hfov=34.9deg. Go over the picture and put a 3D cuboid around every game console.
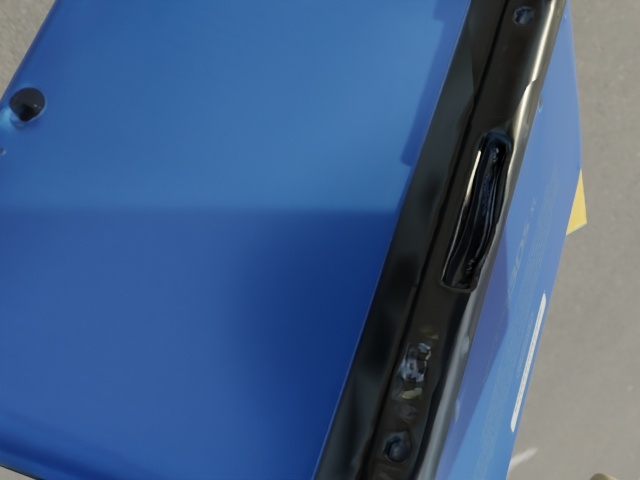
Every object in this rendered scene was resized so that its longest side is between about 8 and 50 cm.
[{"bbox_3d":[0.000,0.000,0.450,0.250,0.173,0.293,63,42,-56],"label":"game console"}]

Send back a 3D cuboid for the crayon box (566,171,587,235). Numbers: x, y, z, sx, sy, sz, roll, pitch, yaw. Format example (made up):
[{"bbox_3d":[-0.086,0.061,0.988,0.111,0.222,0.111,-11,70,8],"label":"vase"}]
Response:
[{"bbox_3d":[0.049,-0.047,0.633,0.278,0.081,0.165,-24,111,-37],"label":"crayon box"}]

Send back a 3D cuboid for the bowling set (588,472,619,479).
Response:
[{"bbox_3d":[0.264,0.337,0.961,0.154,0.200,0.287,-60,176,-18],"label":"bowling set"}]
